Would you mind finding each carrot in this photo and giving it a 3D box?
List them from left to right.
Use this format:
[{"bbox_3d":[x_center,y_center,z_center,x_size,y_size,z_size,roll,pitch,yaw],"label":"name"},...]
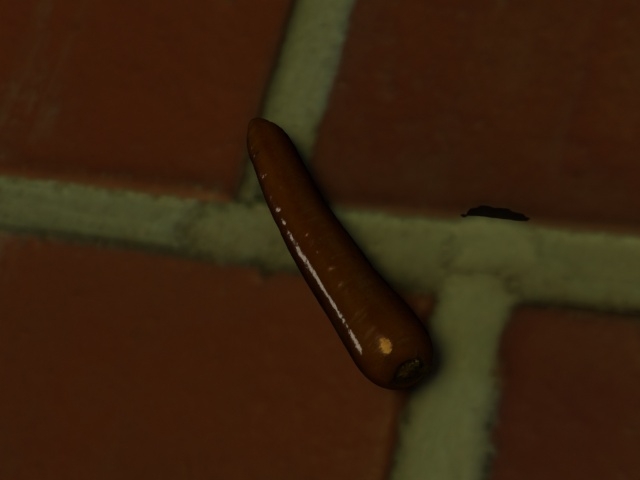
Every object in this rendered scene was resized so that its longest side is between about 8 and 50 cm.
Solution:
[{"bbox_3d":[0.000,0.000,0.887,0.037,0.037,0.190,-41,54,10],"label":"carrot"}]
